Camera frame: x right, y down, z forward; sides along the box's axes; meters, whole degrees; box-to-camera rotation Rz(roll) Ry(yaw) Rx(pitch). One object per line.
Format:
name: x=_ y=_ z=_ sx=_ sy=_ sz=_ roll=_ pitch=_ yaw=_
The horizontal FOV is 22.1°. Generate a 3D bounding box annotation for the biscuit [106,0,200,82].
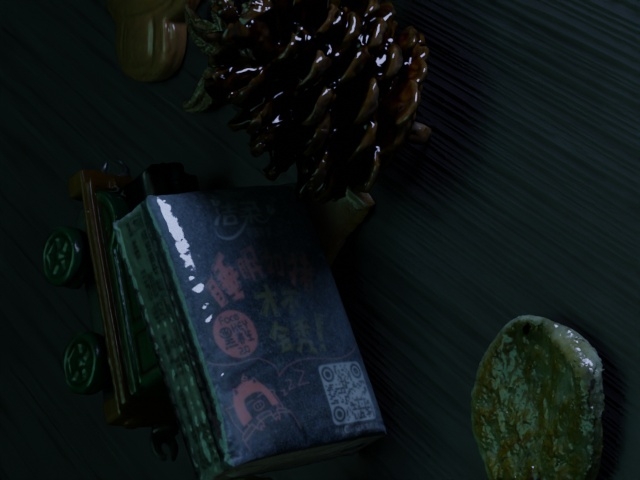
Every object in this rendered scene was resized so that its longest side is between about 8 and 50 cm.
biscuit: x=-0.231 y=-0.408 z=2.291 sx=0.269 sy=0.051 sz=0.376 roll=1 pitch=87 yaw=55

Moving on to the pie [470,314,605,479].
pie: x=0.211 y=0.164 z=1.569 sx=0.187 sy=0.041 sz=0.187 roll=-10 pitch=78 yaw=55

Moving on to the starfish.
starfish: x=-0.123 y=-0.254 z=2.114 sx=0.240 sy=0.043 sz=0.227 roll=-53 pitch=46 yaw=37

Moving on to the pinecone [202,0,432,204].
pinecone: x=0.002 y=-0.172 z=1.753 sx=0.257 sy=0.243 sz=0.243 roll=49 pitch=134 yaw=6

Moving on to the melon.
melon: x=-0.004 y=-0.007 z=1.918 sx=0.098 sy=0.054 sz=0.182 roll=50 pitch=128 yaw=28

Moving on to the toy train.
toy train: x=-0.208 y=0.065 z=2.097 sx=0.249 sy=0.178 sz=0.429 roll=-33 pitch=60 yaw=39

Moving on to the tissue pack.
tissue pack: x=-0.072 y=0.095 z=1.791 sx=0.103 sy=0.228 sz=0.315 roll=-35 pitch=68 yaw=44

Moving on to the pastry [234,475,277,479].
pastry: x=-0.089 y=0.447 z=1.744 sx=0.388 sy=0.313 sz=0.388 roll=0 pitch=90 yaw=54
